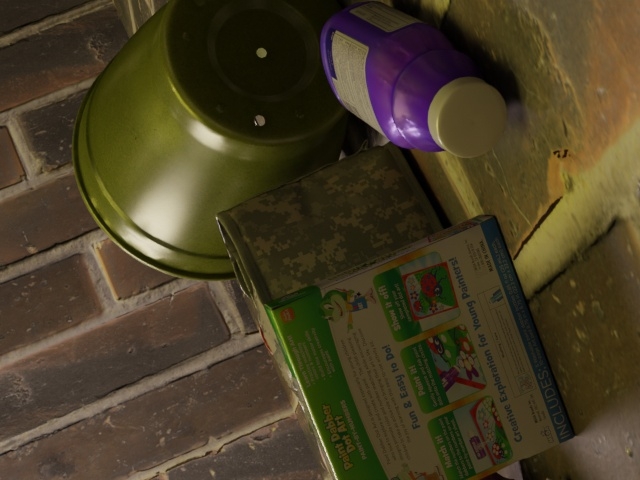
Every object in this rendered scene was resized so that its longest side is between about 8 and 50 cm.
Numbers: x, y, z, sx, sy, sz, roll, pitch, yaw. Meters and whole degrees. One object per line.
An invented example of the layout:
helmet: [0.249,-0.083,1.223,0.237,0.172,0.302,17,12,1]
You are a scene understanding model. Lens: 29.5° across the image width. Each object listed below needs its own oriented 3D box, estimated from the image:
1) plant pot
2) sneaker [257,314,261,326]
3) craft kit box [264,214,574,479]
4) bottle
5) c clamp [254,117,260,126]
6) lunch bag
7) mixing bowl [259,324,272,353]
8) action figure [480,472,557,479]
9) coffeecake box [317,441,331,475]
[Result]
plant pot: [-0.112,-0.171,1.536,0.367,0.366,0.353,66,158,10]
sneaker: [0.000,0.000,1.883,0.180,0.124,0.321,-7,82,46]
craft kit box: [0.101,0.134,1.231,0.061,0.246,0.250,-167,56,-76]
bottle: [0.085,-0.148,1.144,0.283,0.092,0.118,-133,22,-63]
c clamp: [-0.111,-0.183,2.314,0.137,0.022,0.160,65,170,-17]
lunch bag: [0.036,0.047,1.412,0.169,0.235,0.287,101,145,-77]
mixing bowl: [-0.004,0.127,2.067,0.181,0.181,0.098,63,147,24]
action figure: [0.154,0.386,1.371,0.370,0.248,0.276,-85,-5,-72]
coffeecake box: [0.057,0.414,2.191,0.142,0.068,0.185,76,168,-45]
